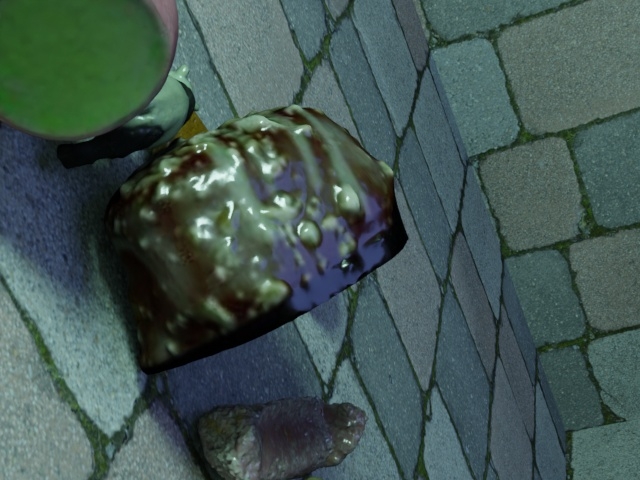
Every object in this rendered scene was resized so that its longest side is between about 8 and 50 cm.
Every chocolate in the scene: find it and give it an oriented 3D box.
[{"bbox_3d":[-0.080,-0.027,1.201,0.340,0.225,0.210,-29,98,-29],"label":"chocolate"}]

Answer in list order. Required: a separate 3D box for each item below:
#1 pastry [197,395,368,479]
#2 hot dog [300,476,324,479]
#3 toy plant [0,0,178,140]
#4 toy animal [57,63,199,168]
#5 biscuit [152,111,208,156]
[{"bbox_3d":[-0.055,0.236,1.330,0.265,0.112,0.102,11,76,-57],"label":"pastry"},{"bbox_3d":[-0.036,0.385,1.307,0.084,0.073,0.242,62,29,-34],"label":"hot dog"},{"bbox_3d":[-0.249,-0.264,1.007,0.317,0.211,0.356,57,13,-39],"label":"toy plant"},{"bbox_3d":[-0.191,-0.138,1.172,0.225,0.121,0.093,-45,120,-78],"label":"toy animal"},{"bbox_3d":[-0.153,-0.057,1.367,0.212,0.041,0.238,-25,100,-65],"label":"biscuit"}]
